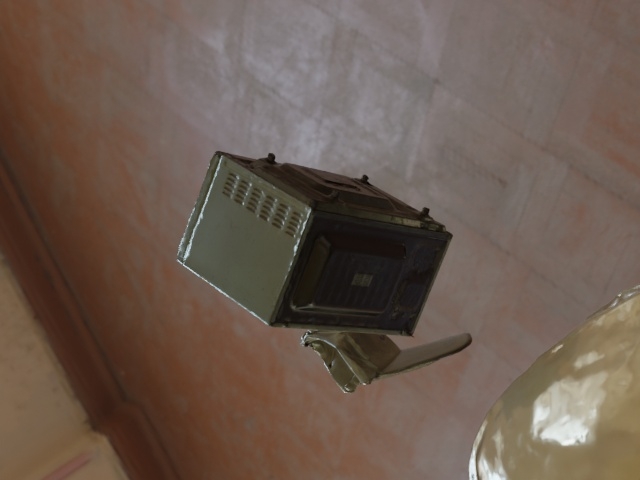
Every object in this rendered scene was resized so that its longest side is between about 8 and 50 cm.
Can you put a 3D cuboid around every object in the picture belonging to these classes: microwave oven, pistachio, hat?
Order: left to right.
[{"bbox_3d":[0.000,0.000,0.970,0.163,0.205,0.129,29,104,40],"label":"microwave oven"},{"bbox_3d":[0.103,0.161,1.666,0.149,0.244,0.214,60,166,6],"label":"hat"},{"bbox_3d":[0.241,0.135,0.679,0.309,0.230,0.230,-26,94,52],"label":"pistachio"}]
